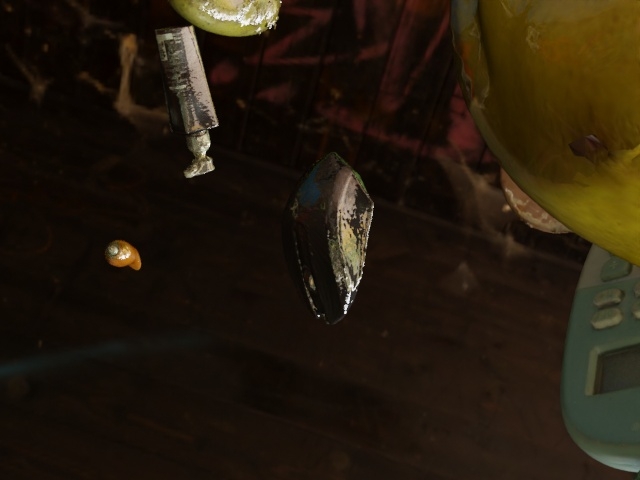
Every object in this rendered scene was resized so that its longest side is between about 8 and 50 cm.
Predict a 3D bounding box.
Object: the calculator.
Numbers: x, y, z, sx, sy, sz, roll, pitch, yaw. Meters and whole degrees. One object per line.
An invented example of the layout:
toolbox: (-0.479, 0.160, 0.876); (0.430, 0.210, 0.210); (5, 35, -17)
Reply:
calculator: (0.232, 0.047, 0.590); (0.042, 0.184, 0.295); (42, -133, -26)

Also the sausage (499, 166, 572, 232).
sausage: (0.292, -0.074, 1.134); (0.123, 0.123, 0.253); (29, -166, 17)

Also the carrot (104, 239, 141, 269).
carrot: (-0.257, 0.021, 1.293); (0.035, 0.035, 0.142); (20, 175, 5)

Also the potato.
potato: (-0.155, -0.392, 1.524); (0.251, 0.113, 0.149); (13, -115, -58)

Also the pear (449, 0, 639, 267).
pear: (0.225, -0.100, 0.440); (0.336, 0.285, 0.285); (21, -147, -19)

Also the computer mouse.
computer mouse: (0.000, 0.000, 0.953); (0.057, 0.172, 0.099); (-4, -170, -42)

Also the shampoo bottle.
shampoo bottle: (-0.185, -0.193, 1.363); (0.063, 0.207, 0.057); (-19, -162, -30)
